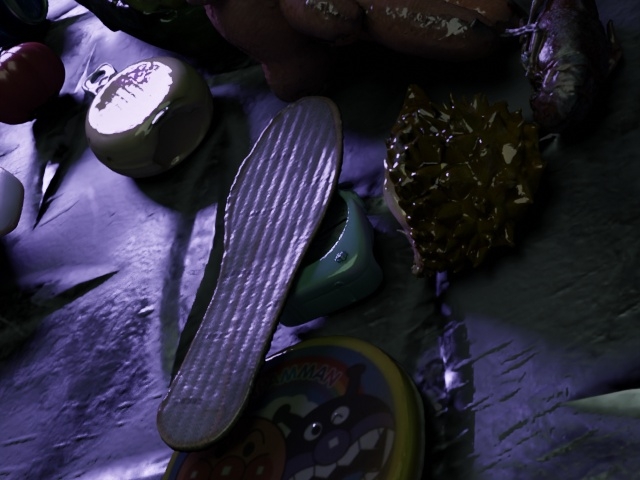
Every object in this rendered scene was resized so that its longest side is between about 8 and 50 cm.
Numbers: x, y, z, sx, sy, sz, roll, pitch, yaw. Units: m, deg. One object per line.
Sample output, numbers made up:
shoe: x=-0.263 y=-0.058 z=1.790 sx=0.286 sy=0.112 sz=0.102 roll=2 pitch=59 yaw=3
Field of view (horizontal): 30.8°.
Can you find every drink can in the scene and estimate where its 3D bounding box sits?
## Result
drink can: x=-0.469 y=-0.299 z=1.553 sx=0.205 sy=0.118 sz=0.118 roll=-17 pitch=45 yaw=25

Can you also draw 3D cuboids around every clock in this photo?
clock: x=0.000 y=0.000 z=0.944 sx=0.101 sy=0.041 sz=0.135 roll=-24 pitch=41 yaw=24

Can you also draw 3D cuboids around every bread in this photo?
bread: x=-0.175 y=-0.358 z=1.308 sx=0.251 sy=0.208 sz=0.376 roll=-43 pitch=35 yaw=-9

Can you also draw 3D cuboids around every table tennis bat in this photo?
table tennis bat: x=-0.035 y=0.212 z=0.770 sx=0.224 sy=0.054 sz=0.368 roll=-20 pitch=40 yaw=26

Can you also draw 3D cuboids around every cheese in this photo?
cheese: x=-0.199 y=-0.144 z=1.225 sx=0.137 sy=0.064 sz=0.227 roll=-44 pitch=40 yaw=-8

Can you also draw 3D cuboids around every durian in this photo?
durian: x=0.088 y=-0.074 z=0.899 sx=0.140 sy=0.078 sz=0.224 roll=-42 pitch=37 yaw=16

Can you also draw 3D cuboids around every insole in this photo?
insole: x=-0.051 y=0.012 z=0.935 sx=0.119 sy=0.009 sz=0.348 roll=-8 pitch=50 yaw=37

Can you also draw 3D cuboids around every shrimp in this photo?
shrimp: x=0.191 y=-0.160 z=0.917 sx=0.073 sy=0.075 sz=0.190 roll=-38 pitch=40 yaw=43

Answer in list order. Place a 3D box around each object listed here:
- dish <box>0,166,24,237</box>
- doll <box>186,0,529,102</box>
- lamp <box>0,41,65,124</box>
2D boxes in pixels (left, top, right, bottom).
dish: x=-0.403 y=0.013 z=1.247 sx=0.234 sy=0.064 sz=0.154 roll=-23 pitch=42 yaw=23
doll: x=0.031 y=-0.187 z=1.045 sx=0.303 sy=0.156 sz=0.201 roll=24 pitch=28 yaw=30
lamp: x=-0.349 y=-0.184 z=1.363 sx=0.107 sy=0.092 sz=0.107 roll=-44 pitch=5 yaw=5
